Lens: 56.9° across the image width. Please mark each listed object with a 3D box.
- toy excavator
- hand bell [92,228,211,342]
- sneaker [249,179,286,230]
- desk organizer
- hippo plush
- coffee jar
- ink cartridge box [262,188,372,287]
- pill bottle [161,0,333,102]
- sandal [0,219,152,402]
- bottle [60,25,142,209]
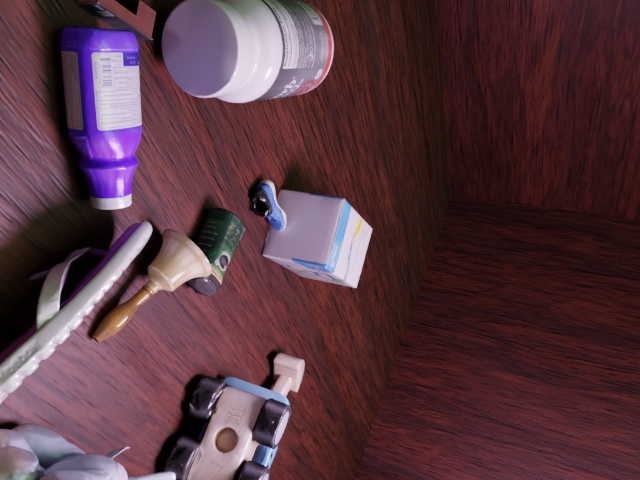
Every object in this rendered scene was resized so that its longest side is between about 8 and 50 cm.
[{"bbox_3d":[-0.175,0.466,1.537,0.445,0.222,0.433,82,27,-65],"label":"toy excavator"},{"bbox_3d":[-0.334,0.102,1.125,0.242,0.126,0.126,-49,144,-30],"label":"hand bell"},{"bbox_3d":[-0.136,-0.071,1.515,0.084,0.058,0.152,-62,147,-47],"label":"sneaker"},{"bbox_3d":[-0.330,-0.380,0.967,0.130,0.047,0.050,18,81,-66],"label":"desk organizer"},{"bbox_3d":[-0.426,0.429,0.887,0.236,0.234,0.294,-68,160,-9],"label":"hippo plush"},{"bbox_3d":[-0.239,0.026,1.304,0.096,0.079,0.184,65,41,-56],"label":"coffee jar"},{"bbox_3d":[0.000,0.000,1.681,0.270,0.198,0.197,37,66,-63],"label":"ink cartridge box"},{"bbox_3d":[-0.137,-0.389,1.195,0.363,0.210,0.210,-32,129,-58],"label":"pill bottle"},{"bbox_3d":[-0.409,0.090,0.911,0.102,0.169,0.416,44,49,-14],"label":"sandal"},{"bbox_3d":[-0.346,-0.194,0.951,0.118,0.092,0.282,-32,128,-59],"label":"bottle"}]
